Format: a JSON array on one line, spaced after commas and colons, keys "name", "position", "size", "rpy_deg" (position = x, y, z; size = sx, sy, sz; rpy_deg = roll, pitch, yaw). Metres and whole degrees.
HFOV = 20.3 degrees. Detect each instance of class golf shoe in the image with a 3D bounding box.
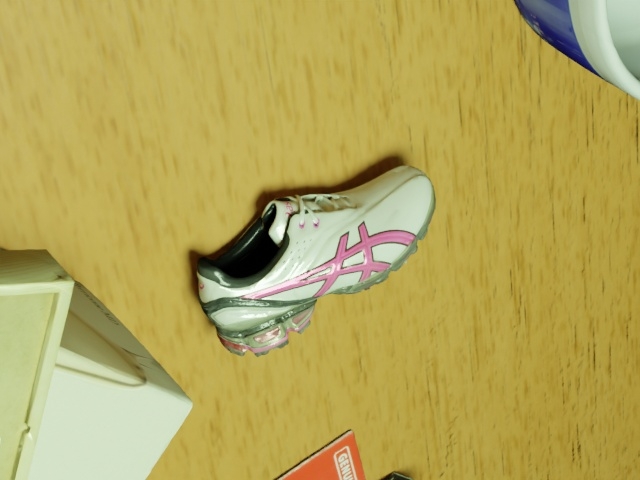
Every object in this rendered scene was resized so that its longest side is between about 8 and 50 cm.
[{"name": "golf shoe", "position": [0.000, 0.000, 1.218], "size": [0.186, 0.067, 0.086], "rpy_deg": [-36, 133, -15]}]

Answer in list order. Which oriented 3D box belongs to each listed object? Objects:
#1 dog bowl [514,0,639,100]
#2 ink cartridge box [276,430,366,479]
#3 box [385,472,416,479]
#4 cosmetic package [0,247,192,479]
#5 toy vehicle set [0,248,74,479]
[{"name": "dog bowl", "position": [0.259, -0.231, 1.248], "size": [0.265, 0.104, 0.265], "rpy_deg": [-20, 128, -28]}, {"name": "ink cartridge box", "position": [-0.032, 0.315, 1.408], "size": [0.239, 0.060, 0.275], "rpy_deg": [-30, 133, -18]}, {"name": "box", "position": [0.028, 0.310, 1.410], "size": [0.191, 0.045, 0.184], "rpy_deg": [-41, 134, -43]}, {"name": "cosmetic package", "position": [-0.238, 0.054, 0.997], "size": [0.309, 0.160, 0.113], "rpy_deg": [27, 99, -47]}, {"name": "toy vehicle set", "position": [-0.232, 0.132, 0.914], "size": [0.166, 0.035, 0.267], "rpy_deg": [-1, 118, -38]}]
